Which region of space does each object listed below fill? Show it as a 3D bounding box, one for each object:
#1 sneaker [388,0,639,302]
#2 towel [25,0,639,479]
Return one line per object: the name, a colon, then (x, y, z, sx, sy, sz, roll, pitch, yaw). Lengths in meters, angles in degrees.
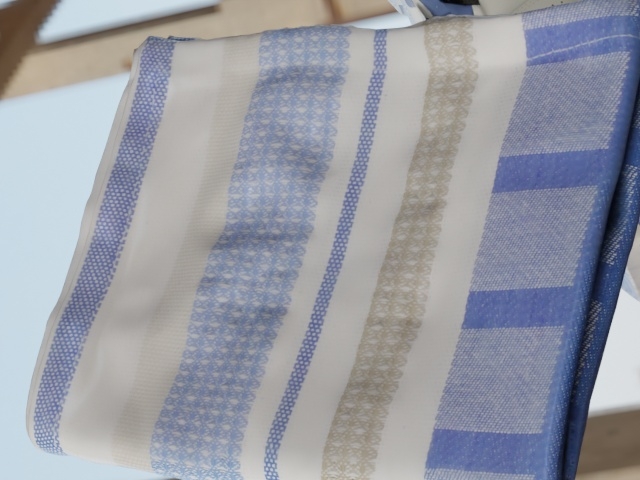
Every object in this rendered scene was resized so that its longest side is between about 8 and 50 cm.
sneaker: (0.151, -0.139, 1.056, 0.315, 0.182, 0.127, 57, -177, 23)
towel: (0.000, 0.000, 0.771, 0.034, 0.285, 0.209, 32, -113, -45)
